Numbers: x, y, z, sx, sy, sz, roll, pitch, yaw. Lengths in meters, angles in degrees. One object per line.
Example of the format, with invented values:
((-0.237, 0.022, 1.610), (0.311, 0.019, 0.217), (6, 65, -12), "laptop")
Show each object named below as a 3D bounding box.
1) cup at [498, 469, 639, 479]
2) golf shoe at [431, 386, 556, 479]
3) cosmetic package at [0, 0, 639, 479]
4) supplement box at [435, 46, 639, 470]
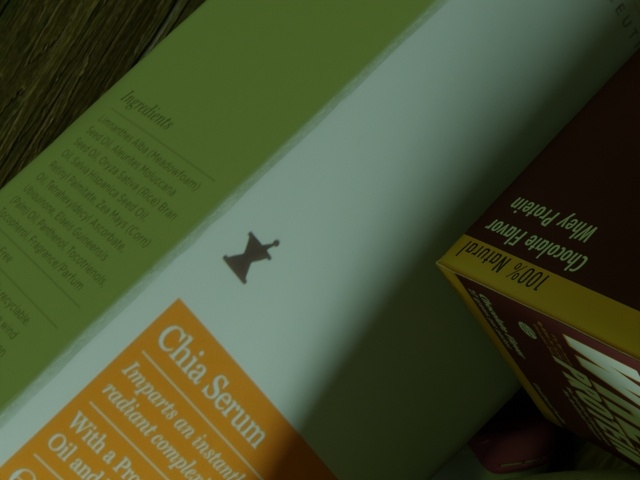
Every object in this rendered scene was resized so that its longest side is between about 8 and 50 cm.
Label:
((0.083, 0.249, 0.738), (0.331, 0.237, 0.331), (-26, 53, 41), "cup")
((0.025, 0.148, 0.992), (0.306, 0.115, 0.140), (-2, 96, 47), "golf shoe")
((0.000, 0.000, 0.839), (0.453, 0.230, 0.161), (-45, 37, -9), "cosmetic package")
((0.201, 0.011, 0.742), (0.194, 0.129, 0.191), (-46, 35, -12), "supplement box")
